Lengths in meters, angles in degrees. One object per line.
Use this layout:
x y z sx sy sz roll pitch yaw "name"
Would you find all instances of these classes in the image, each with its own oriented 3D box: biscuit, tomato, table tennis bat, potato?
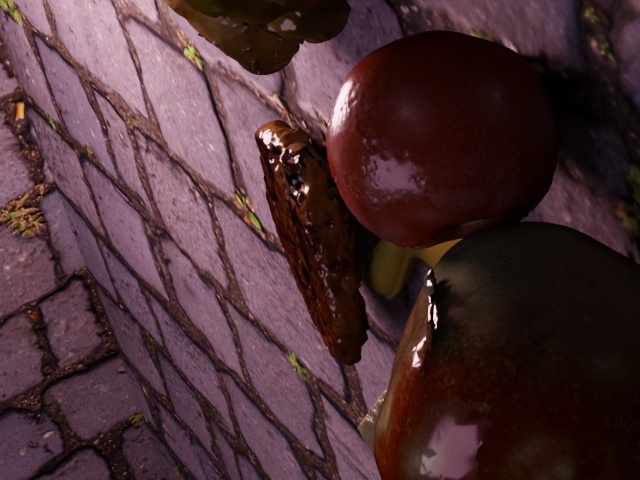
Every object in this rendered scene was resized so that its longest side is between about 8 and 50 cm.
0.114 0.291 1.951 0.121 0.040 0.199 54 158 14 "biscuit"
0.109 -0.096 1.199 0.208 0.208 0.184 133 123 -70 "tomato"
0.183 0.124 1.141 0.303 0.303 0.239 40 143 45 "tomato"
-0.001 -0.002 1.731 0.289 0.081 0.334 -124 17 -63 "biscuit"
0.112 -0.029 1.514 0.224 0.054 0.369 57 156 19 "table tennis bat"
-0.113 -0.329 1.524 0.173 0.140 0.300 -6 116 36 "potato"

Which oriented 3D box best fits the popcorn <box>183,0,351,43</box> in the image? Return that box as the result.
-0.036 -0.346 1.154 0.321 0.326 0.290 20 -173 -40 "popcorn"
